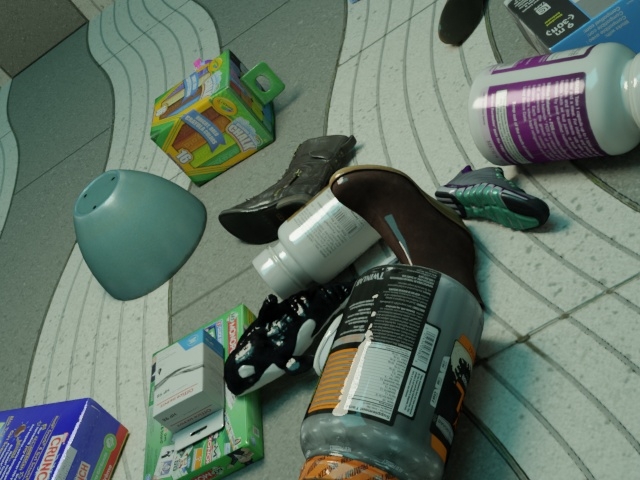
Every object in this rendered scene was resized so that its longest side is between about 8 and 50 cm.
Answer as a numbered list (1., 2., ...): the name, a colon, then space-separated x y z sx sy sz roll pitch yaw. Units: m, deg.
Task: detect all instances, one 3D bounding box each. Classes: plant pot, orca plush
1. plant pot: -0.423 -0.042 1.941 0.290 0.195 0.290 -26 38 22
2. orca plush: -0.047 0.128 1.433 0.287 0.102 0.151 -29 38 -1

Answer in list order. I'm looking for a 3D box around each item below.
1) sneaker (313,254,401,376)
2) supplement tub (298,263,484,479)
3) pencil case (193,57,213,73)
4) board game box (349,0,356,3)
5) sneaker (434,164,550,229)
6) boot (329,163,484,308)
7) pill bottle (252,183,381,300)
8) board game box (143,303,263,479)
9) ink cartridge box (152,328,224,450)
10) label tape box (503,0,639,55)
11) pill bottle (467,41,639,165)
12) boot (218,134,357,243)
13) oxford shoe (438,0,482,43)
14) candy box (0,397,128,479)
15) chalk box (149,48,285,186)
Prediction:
1. sneaker: 0.073 0.113 1.385 0.258 0.094 0.091 -46 13 -22
2. supplement tub: 0.091 0.205 1.176 0.194 0.193 0.316 -7 48 40
3. pencil case: -0.289 -0.362 2.242 0.104 0.104 0.236 -27 38 21
4. board game box: 0.165 -0.688 2.205 0.212 0.039 0.160 -20 40 30
5. sneaker: 0.282 -0.083 1.403 0.098 0.083 0.224 -49 34 -18
6. boot: 0.132 -0.003 1.329 0.090 0.248 0.206 -54 26 36
7. pill bottle: 0.000 0.000 1.540 0.229 0.131 0.131 -40 35 2
8. board game box: -0.201 0.274 1.514 0.214 0.046 0.317 -29 36 17
9. ink cartridge box: -0.217 0.244 1.467 0.104 0.060 0.180 -30 36 16
10. label tape box: 0.488 -0.380 1.500 0.241 0.106 0.333 -34 35 12
11. pill bottle: 0.392 -0.207 1.351 0.302 0.169 0.169 -2 51 43
12. boot: -0.062 -0.111 1.779 0.263 0.091 0.229 -10 40 32
13. oxford shoe: 0.291 -0.482 1.852 0.212 0.076 0.076 -64 10 -25
14. candy box: -0.528 0.437 1.590 0.317 0.122 0.268 -14 42 35
15. chalk box: -0.219 -0.295 2.030 0.289 0.180 0.179 -30 36 19
